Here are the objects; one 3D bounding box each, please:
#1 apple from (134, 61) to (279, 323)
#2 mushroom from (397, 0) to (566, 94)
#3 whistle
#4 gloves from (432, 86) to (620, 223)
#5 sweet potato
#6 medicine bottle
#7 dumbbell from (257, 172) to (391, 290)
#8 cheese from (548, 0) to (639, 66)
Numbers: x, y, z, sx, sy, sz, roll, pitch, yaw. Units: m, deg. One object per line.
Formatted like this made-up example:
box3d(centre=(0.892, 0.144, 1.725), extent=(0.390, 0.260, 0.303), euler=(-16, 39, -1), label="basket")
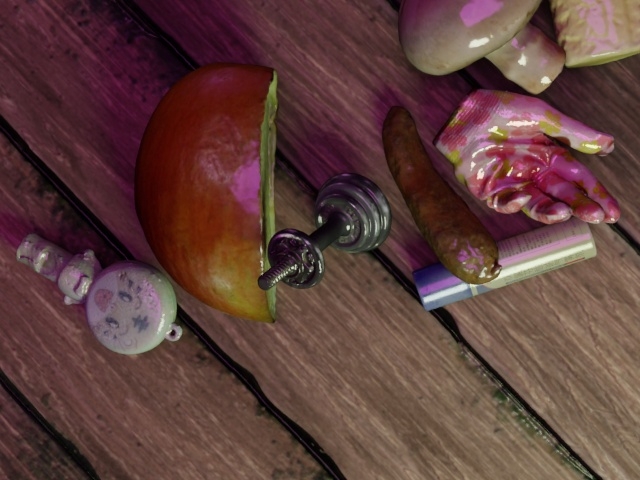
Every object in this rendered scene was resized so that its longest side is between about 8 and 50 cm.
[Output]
box3d(centre=(-0.131, -0.063, 1.334), extent=(0.179, 0.254, 0.346), euler=(-1, 92, -34), label="apple")
box3d(centre=(0.206, -0.286, 1.265), extent=(0.209, 0.206, 0.206), euler=(12, 93, -27), label="mushroom")
box3d(centre=(-0.296, 0.067, 1.387), extent=(0.258, 0.067, 0.126), euler=(28, 100, 9), label="whistle")
box3d(centre=(0.268, -0.094, 1.293), extent=(0.241, 0.126, 0.145), euler=(38, 77, 6), label="gloves")
box3d(centre=(0.143, -0.055, 1.311), extent=(0.075, 0.075, 0.273), euler=(-32, 66, 6), label="sweet potato")
box3d(centre=(0.236, 0.029, 1.328), extent=(0.231, 0.059, 0.059), euler=(-19, 89, 7), label="medicine bottle")
box3d(centre=(0.000, 0.000, 1.273), extent=(0.110, 0.254, 0.110), euler=(15, 122, 26), label="dumbbell")
box3d(centre=(0.348, -0.308, 1.292), extent=(0.123, 0.094, 0.167), euler=(-14, 94, -3), label="cheese")
